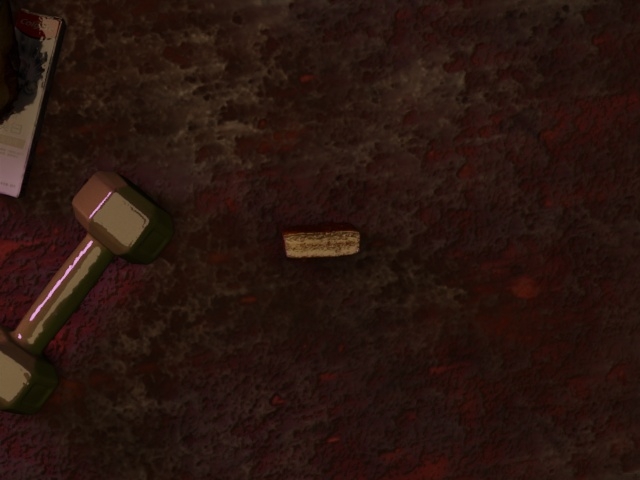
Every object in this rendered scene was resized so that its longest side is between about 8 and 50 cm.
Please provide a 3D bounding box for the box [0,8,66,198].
[{"bbox_3d":[-0.352,-0.160,1.747,0.055,0.039,0.218,13,93,-3],"label":"box"}]

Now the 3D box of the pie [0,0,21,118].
[{"bbox_3d":[-0.460,-0.239,1.646,0.308,0.085,0.308,11,133,12],"label":"pie"}]

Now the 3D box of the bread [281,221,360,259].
[{"bbox_3d":[0.000,0.000,1.755,0.090,0.094,0.035,-5,96,-3],"label":"bread"}]

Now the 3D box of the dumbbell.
[{"bbox_3d":[-0.299,0.062,1.732,0.108,0.121,0.302,38,91,24],"label":"dumbbell"}]
